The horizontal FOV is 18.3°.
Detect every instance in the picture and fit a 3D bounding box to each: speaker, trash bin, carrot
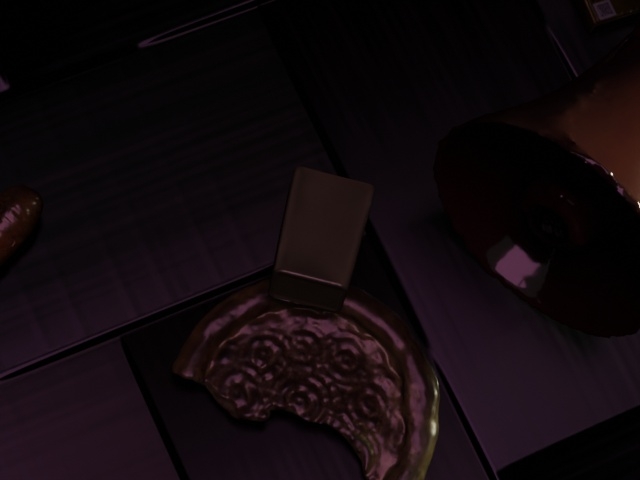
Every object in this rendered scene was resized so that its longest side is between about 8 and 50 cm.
[{"bbox_3d":[0.220,-0.137,1.429,0.259,0.198,0.329,45,63,-16],"label":"speaker"},{"bbox_3d":[0.000,0.000,1.416,0.061,0.043,0.092,14,53,-2],"label":"trash bin"},{"bbox_3d":[-0.251,0.025,1.393,0.035,0.036,0.165,36,72,6],"label":"carrot"}]

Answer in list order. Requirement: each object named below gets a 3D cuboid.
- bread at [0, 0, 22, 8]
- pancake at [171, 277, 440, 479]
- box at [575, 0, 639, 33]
[{"bbox_3d":[-0.264,-0.272,1.446,0.246,0.135,0.232,-33,77,-17],"label":"bread"},{"bbox_3d":[-0.009,0.108,1.401,0.190,0.020,0.184,-1,71,-8],"label":"pancake"},{"bbox_3d":[0.227,-0.233,1.555,0.090,0.023,0.133,-18,73,-12],"label":"box"}]
